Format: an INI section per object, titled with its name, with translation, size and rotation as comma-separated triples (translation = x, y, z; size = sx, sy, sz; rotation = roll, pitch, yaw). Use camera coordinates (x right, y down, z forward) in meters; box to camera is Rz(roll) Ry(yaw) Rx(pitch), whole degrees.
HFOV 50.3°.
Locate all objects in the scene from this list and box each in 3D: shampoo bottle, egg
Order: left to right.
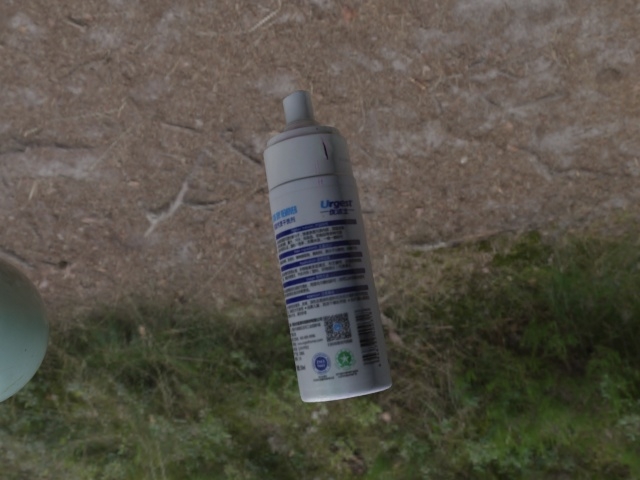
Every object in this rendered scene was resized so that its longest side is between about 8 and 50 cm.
[egg]
translation = -0.409, 0.097, 0.765
size = 0.182, 0.183, 0.264
rotation = 4, 158, -4
[shampoo bottle]
translation = 0.000, 0.000, 0.675
size = 0.092, 0.303, 0.092
rotation = -10, 171, -2
